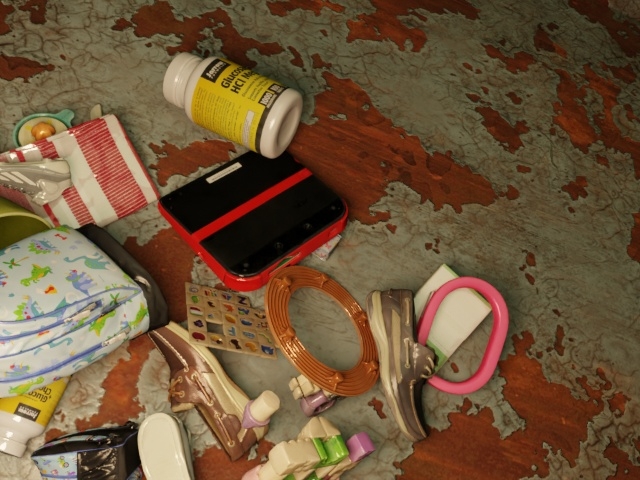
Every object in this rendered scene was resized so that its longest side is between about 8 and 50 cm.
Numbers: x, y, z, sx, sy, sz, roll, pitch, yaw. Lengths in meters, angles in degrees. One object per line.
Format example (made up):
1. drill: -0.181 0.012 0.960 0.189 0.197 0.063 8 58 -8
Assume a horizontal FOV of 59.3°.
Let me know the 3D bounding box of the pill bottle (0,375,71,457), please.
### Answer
1. pill bottle: -0.561 0.311 1.074 0.103 0.103 0.184 21 59 -7

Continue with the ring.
1. ring: 0.017 0.192 1.271 0.336 0.032 0.336 33 33 -25

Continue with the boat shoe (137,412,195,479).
1. boat shoe: -0.272 0.492 1.071 0.116 0.099 0.319 -19 67 5

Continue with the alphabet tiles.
1. alphabet tiles: -0.184 0.181 1.251 0.237 0.009 0.198 18 27 -26

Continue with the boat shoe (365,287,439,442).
1. boat shoe: 0.202 0.275 1.285 0.130 0.132 0.355 -16 78 12

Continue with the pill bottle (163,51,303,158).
1. pill bottle: -0.230 -0.362 1.464 0.334 0.188 0.188 25 58 9

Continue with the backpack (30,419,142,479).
1. backpack: -0.433 0.413 1.038 0.173 0.158 0.117 -6 83 -6

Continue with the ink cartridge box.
1. ink cartridge box: 0.301 0.200 1.442 0.171 0.056 0.235 43 82 7

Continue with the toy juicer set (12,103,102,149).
1. toy juicer set: -0.635 -0.215 1.329 0.329 0.089 0.209 -27 74 -28

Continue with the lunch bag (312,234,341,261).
1. lunch bag: 0.000 0.000 1.447 0.083 0.053 0.071 33 57 11

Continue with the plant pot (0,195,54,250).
1. plant pot: -0.733 -0.010 1.117 0.293 0.275 0.275 33 57 19

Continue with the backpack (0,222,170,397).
1. backpack: -0.506 0.121 1.034 0.290 0.273 0.355 39 57 22

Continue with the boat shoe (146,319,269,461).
1. boat shoe: -0.261 0.309 1.167 0.342 0.123 0.123 48 59 2

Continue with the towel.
1. towel: -0.567 -0.132 1.291 0.329 0.037 0.237 -30 99 -27

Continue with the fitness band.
1. fitness band: 0.345 0.231 1.383 0.209 0.054 0.291 22 80 3

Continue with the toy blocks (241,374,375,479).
1. toy blocks: -0.062 0.463 1.111 0.288 0.260 0.309 13 37 -47

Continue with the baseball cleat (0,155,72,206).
1. baseball cleat: -0.638 -0.120 1.192 0.206 0.072 0.109 -11 100 -23

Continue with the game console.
1. game console: -0.156 -0.073 1.412 0.386 0.060 0.342 -34 63 -30
